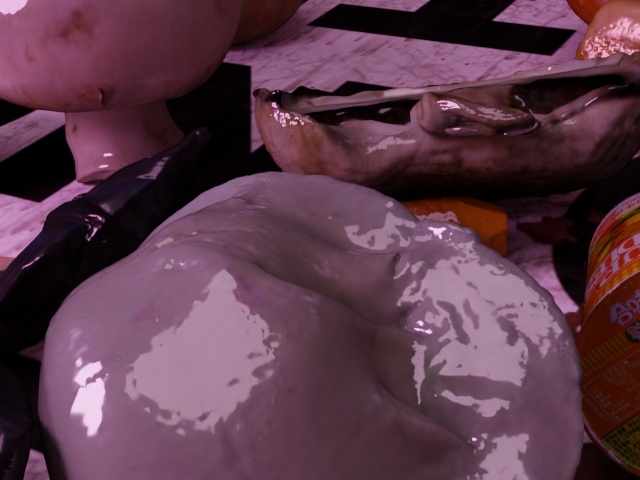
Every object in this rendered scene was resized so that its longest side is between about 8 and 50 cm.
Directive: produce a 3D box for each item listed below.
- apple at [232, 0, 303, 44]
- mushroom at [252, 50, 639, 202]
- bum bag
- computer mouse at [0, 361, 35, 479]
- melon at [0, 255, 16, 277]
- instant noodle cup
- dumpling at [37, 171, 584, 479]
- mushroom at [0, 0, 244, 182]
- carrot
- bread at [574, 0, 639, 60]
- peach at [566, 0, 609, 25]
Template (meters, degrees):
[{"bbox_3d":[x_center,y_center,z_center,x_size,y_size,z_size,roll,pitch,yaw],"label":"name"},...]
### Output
[{"bbox_3d":[-0.135,-0.383,1.438,0.257,0.233,0.256,-2,33,1],"label":"apple"},{"bbox_3d":[0.119,-0.087,0.962,0.344,0.129,0.247,-7,12,-5],"label":"mushroom"},{"bbox_3d":[-0.184,-0.009,0.924,0.074,0.137,0.310,44,40,-5],"label":"bum bag"},{"bbox_3d":[-0.214,0.146,0.608,0.295,0.087,0.168,18,78,58],"label":"computer mouse"},{"bbox_3d":[-0.336,0.022,0.954,0.182,0.054,0.098,12,29,26],"label":"melon"},{"bbox_3d":[0.246,0.048,0.740,0.169,0.168,0.185,1,23,10],"label":"instant noodle cup"},{"bbox_3d":[-0.024,0.100,0.612,0.270,0.212,0.320,-20,73,-33],"label":"dumpling"},{"bbox_3d":[-0.226,-0.203,1.087,0.298,0.290,0.297,2,35,-1],"label":"mushroom"},{"bbox_3d":[0.000,0.000,0.931,0.314,0.066,0.066,-3,30,6],"label":"carrot"},{"bbox_3d":[0.393,-0.152,1.072,0.305,0.142,0.091,24,9,40],"label":"bread"},{"bbox_3d":[0.428,-0.318,1.236,0.306,0.242,0.380,-25,39,-23],"label":"peach"}]
